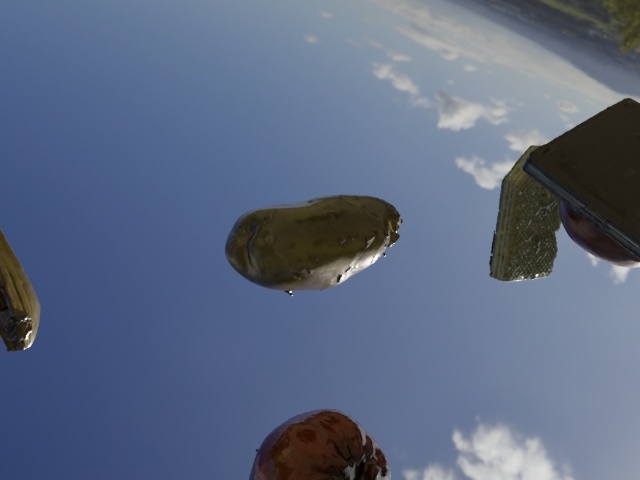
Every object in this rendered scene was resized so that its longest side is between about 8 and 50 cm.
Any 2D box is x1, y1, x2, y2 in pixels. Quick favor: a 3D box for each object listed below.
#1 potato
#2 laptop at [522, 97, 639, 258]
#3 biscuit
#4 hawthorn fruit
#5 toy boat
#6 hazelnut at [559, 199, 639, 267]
[{"bbox_3d":[0.000,0.000,1.064,0.296,0.141,0.191,-16,-167,-26],"label":"potato"},{"bbox_3d":[0.319,-0.056,0.650,0.154,0.026,0.207,-28,-132,-14],"label":"laptop"},{"bbox_3d":[0.392,-0.051,1.248,0.150,0.252,0.052,-1,-168,-35],"label":"biscuit"},{"bbox_3d":[-0.018,0.382,1.047,0.224,0.261,0.224,17,-121,-29],"label":"hawthorn fruit"},{"bbox_3d":[-0.546,0.039,1.057,0.089,0.321,0.121,-11,-157,25],"label":"toy boat"},{"bbox_3d":[0.429,-0.055,0.910,0.176,0.214,0.214,46,-169,-28],"label":"hazelnut"}]
